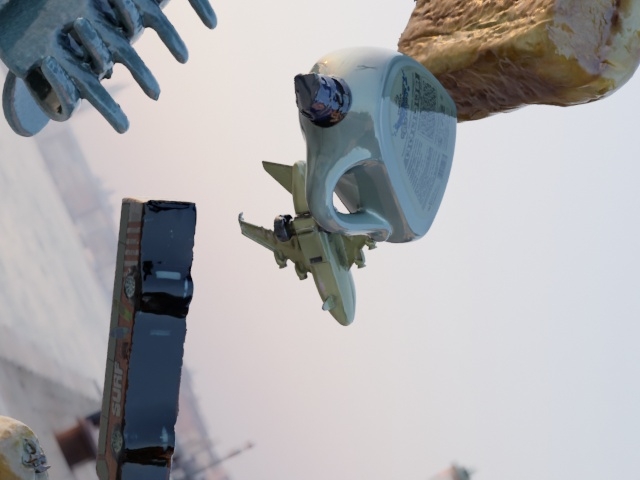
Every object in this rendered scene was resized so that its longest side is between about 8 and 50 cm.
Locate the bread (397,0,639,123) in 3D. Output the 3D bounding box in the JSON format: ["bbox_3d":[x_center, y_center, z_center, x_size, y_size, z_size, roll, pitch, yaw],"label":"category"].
[{"bbox_3d":[0.244,-0.246,1.710,0.149,0.195,0.344,33,-18,-28],"label":"bread"}]

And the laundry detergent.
[{"bbox_3d":[0.047,-0.109,1.528,0.280,0.105,0.215,17,84,-61],"label":"laundry detergent"}]

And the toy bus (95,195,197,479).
[{"bbox_3d":[-0.232,0.144,1.859,0.092,0.093,0.408,18,-77,55],"label":"toy bus"}]

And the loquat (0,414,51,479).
[{"bbox_3d":[-0.376,0.267,1.615,0.113,0.137,0.137,-27,92,-59],"label":"loquat"}]

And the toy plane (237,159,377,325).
[{"bbox_3d":[0.000,0.000,1.858,0.092,0.229,0.244,-21,98,-63],"label":"toy plane"}]

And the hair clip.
[{"bbox_3d":[-0.285,-0.299,1.713,0.238,0.318,0.392,28,-19,32],"label":"hair clip"}]
